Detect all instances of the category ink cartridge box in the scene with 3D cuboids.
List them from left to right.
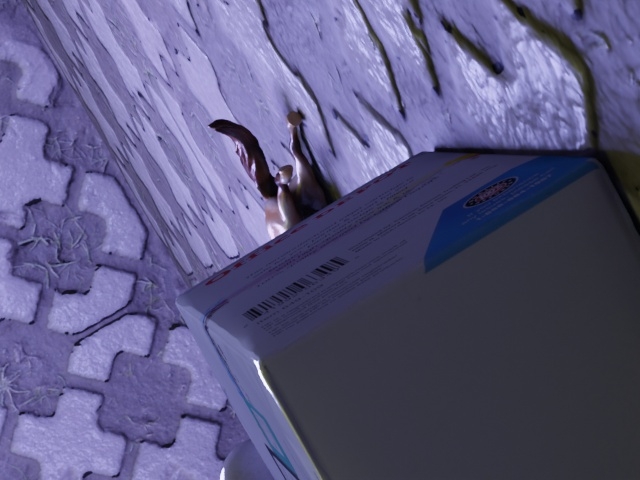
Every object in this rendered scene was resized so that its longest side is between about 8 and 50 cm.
[{"bbox_3d":[0.065,0.079,0.846,0.197,0.198,0.270,61,170,-11],"label":"ink cartridge box"}]

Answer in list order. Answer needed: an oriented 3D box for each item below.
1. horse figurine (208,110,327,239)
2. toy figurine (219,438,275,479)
[{"bbox_3d":[0.000,0.000,1.295,0.263,0.066,0.174,53,162,21],"label":"horse figurine"},{"bbox_3d":[0.058,0.172,1.069,0.209,0.213,0.148,23,146,34],"label":"toy figurine"}]
